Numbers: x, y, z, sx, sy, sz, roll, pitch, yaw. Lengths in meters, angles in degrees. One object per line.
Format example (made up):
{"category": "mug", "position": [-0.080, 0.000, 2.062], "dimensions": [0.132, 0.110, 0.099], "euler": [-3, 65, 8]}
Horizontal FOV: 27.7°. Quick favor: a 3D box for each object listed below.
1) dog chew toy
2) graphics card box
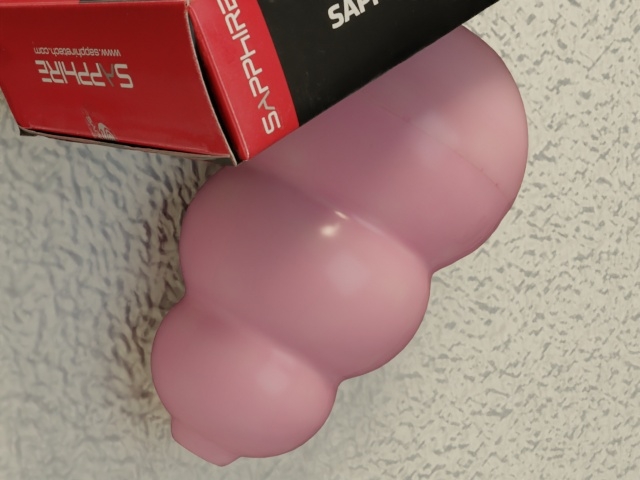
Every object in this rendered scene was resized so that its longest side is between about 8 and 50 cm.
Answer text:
{"category": "dog chew toy", "position": [0.000, 0.000, 0.886], "dimensions": [0.206, 0.206, 0.332], "euler": [34, 83, -38]}
{"category": "graphics card box", "position": [0.007, -0.175, 0.773], "dimensions": [0.371, 0.233, 0.094], "euler": [-34, 117, -30]}
